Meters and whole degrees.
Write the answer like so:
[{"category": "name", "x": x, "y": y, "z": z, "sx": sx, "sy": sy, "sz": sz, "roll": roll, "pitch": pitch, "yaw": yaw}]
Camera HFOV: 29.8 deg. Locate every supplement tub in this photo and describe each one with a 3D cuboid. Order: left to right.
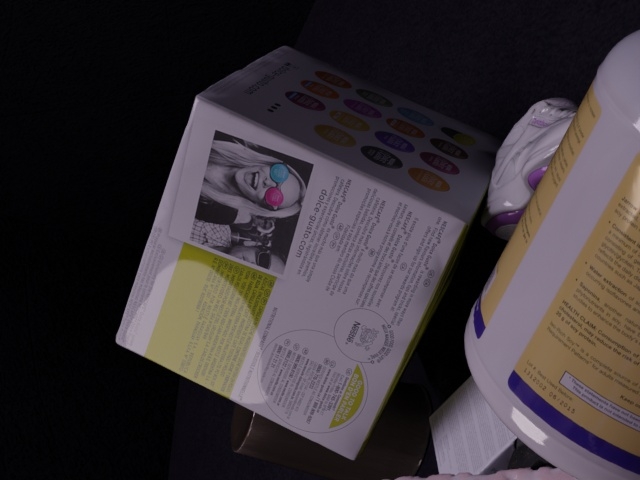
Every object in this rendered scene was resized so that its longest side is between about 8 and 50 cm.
[{"category": "supplement tub", "x": 0.271, "y": -0.003, "z": 0.854, "sx": 0.241, "sy": 0.241, "sz": 0.331, "roll": -98, "pitch": 27, "yaw": -56}]

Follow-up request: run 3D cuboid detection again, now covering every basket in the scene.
[{"category": "basket", "x": 0.006, "y": 0.244, "z": 1.616, "sx": 0.204, "sy": 0.226, "sz": 0.154, "roll": 136, "pitch": 146, "yaw": -62}]

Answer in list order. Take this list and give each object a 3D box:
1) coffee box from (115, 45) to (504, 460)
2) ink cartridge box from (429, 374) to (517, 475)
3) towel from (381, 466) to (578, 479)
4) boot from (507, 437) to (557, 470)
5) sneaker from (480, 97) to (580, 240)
[{"category": "coffee box", "x": 0.000, "y": 0.000, "z": 1.492, "sx": 0.338, "sy": 0.334, "sz": 0.337, "roll": -68, "pitch": -7, "yaw": 24}, {"category": "ink cartridge box", "x": 0.199, "y": 0.201, "z": 1.352, "sx": 0.179, "sy": 0.045, "sz": 0.145, "roll": -47, "pitch": 26, "yaw": 25}, {"category": "towel", "x": 0.143, "y": 0.333, "z": 0.983, "sx": 0.331, "sy": 0.053, "sz": 0.317, "roll": -13, "pitch": 45, "yaw": 40}, {"category": "boot", "x": 0.252, "y": 0.140, "z": 1.112, "sx": 0.246, "sy": 0.083, "sz": 0.161, "roll": 146, "pitch": 143, "yaw": -66}, {"category": "sneaker", "x": 0.252, "y": -0.103, "z": 1.265, "sx": 0.305, "sy": 0.114, "sz": 0.152, "roll": 141, "pitch": 141, "yaw": -66}]
